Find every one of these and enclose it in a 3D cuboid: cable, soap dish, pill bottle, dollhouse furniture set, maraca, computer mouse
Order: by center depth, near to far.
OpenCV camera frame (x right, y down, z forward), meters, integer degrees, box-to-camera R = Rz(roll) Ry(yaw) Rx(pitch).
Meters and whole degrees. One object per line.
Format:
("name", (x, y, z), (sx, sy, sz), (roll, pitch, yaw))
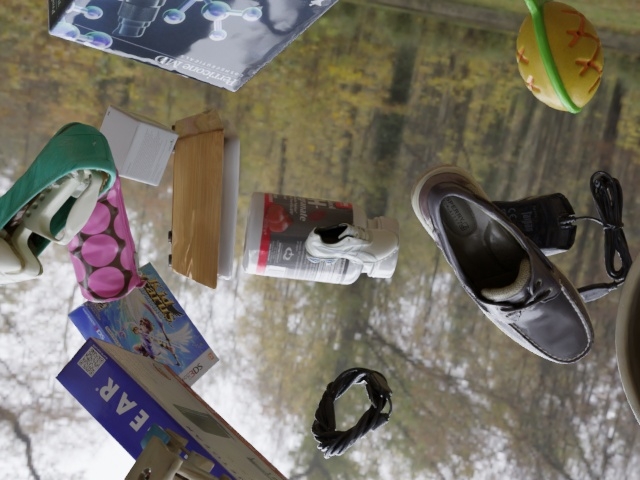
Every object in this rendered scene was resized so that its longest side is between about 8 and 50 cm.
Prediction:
("dollhouse furniture set", (-0.203, 0.304, 1.076), (0.129, 0.129, 0.183), (41, 168, -35))
("maraca", (0.286, -0.244, 1.092), (0.099, 0.186, 0.127), (-17, -170, 28))
("computer mouse", (0.341, 0.013, 1.363), (0.262, 0.184, 0.060), (-15, 173, 18))
("cable", (0.047, 0.271, 1.421), (0.047, 0.150, 0.184), (41, -178, -20))
("soap dish", (-0.218, -0.084, 1.644), (0.118, 0.291, 0.229), (1, -163, -10))
("pill bottle", (0.000, 0.000, 1.903), (0.318, 0.176, 0.176), (7, -168, -8))

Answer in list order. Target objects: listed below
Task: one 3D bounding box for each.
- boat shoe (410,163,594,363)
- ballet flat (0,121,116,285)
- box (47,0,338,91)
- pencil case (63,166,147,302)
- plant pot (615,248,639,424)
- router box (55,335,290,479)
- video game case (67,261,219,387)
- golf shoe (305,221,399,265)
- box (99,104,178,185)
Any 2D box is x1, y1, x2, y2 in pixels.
("boat shoe", (0.205, 0.040, 0.990), (0.285, 0.103, 0.092), (50, -165, -13))
("ballet flat", (-0.304, -0.013, 0.930), (0.087, 0.247, 0.083), (49, -170, 32))
("box", (-0.127, -0.402, 1.116), (0.293, 0.212, 0.395), (11, 150, -38))
("pencil case", (-0.317, -0.016, 1.291), (0.098, 0.209, 0.095), (3, -146, 14))
("plant pot", (0.470, 0.074, 0.837), (0.323, 0.323, 0.280), (17, -164, 27))
("router box", (-0.203, 0.306, 1.366), (0.335, 0.082, 0.301), (39, 176, 20))
("video game case", (-0.357, 0.204, 1.853), (0.061, 0.269, 0.244), (-33, -176, 28))
("golf shoe", (0.061, 0.000, 1.610), (0.176, 0.069, 0.086), (-6, 150, -10))
("box", (-0.315, -0.160, 1.508), (0.101, 0.102, 0.087), (30, -171, 41))
